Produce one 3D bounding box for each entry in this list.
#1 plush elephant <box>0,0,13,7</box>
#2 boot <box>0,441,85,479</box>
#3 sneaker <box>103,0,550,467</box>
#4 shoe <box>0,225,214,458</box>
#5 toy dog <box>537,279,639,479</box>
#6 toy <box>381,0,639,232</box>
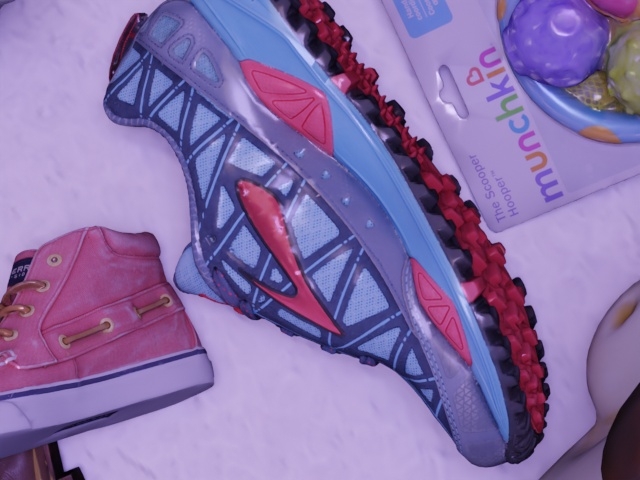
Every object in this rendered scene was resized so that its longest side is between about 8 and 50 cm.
[{"bbox_3d":[-0.228,-0.136,0.788,0.255,0.330,0.271,9,99,-20],"label":"plush elephant"},{"bbox_3d":[-0.172,0.108,0.863,0.114,0.037,0.106,-24,83,4],"label":"boot"},{"bbox_3d":[0.000,0.000,0.848,0.125,0.104,0.262,-36,80,16],"label":"sneaker"},{"bbox_3d":[-0.127,0.045,0.814,0.063,0.178,0.081,-31,77,43],"label":"shoe"},{"bbox_3d":[0.191,0.100,0.663,0.395,0.408,0.284,-28,84,-1],"label":"toy dog"},{"bbox_3d":[0.144,-0.101,0.806,0.237,0.056,0.137,-23,96,21],"label":"toy"}]
